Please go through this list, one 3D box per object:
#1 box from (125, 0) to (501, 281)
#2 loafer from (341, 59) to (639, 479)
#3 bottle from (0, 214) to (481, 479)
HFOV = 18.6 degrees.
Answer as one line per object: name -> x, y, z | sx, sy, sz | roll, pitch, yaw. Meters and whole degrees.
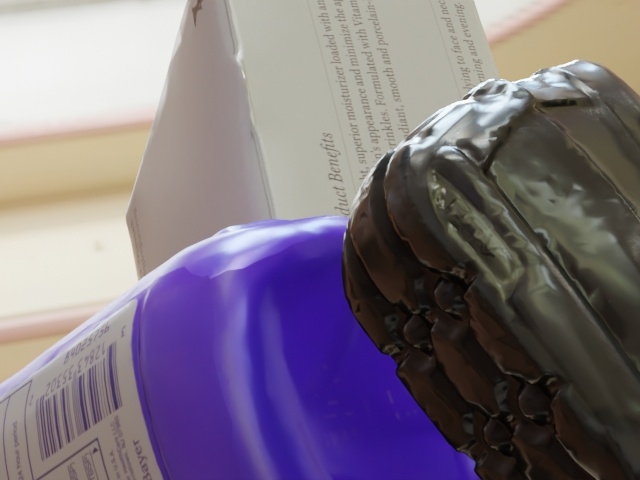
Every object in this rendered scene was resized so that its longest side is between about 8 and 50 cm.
box -> 0.000, 0.000, 0.826 | 0.182, 0.119, 0.181 | 113, -28, -46
loafer -> 0.094, 0.060, 0.383 | 0.223, 0.078, 0.076 | 54, -27, 6
bottle -> -0.063, 0.094, 0.565 | 0.283, 0.092, 0.118 | -36, -108, 47
